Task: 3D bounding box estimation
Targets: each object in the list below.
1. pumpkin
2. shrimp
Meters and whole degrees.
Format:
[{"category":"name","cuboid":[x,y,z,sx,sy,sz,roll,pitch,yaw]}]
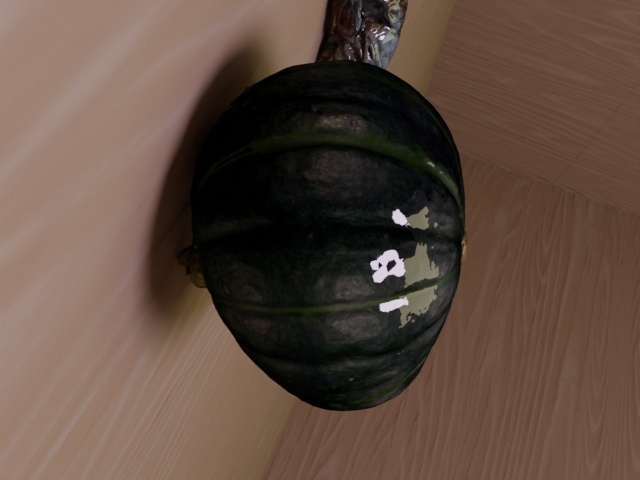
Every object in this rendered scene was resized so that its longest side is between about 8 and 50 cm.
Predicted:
[{"category":"pumpkin","cuboid":[0.000,0.000,0.586,0.250,0.216,0.250,-13,90,-77]},{"category":"shrimp","cuboid":[0.030,-0.174,0.853,0.090,0.079,0.233,-115,-146,-40]}]
